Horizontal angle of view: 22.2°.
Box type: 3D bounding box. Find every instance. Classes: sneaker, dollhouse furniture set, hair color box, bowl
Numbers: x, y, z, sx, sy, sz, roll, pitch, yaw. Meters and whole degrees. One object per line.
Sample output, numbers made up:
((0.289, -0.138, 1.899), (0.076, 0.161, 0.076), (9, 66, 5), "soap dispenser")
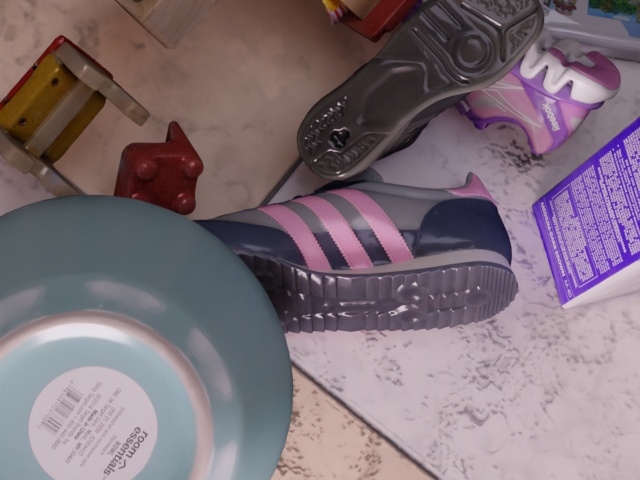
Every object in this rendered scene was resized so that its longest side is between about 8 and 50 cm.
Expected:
((0.138, -0.155, 1.419), (0.236, 0.104, 0.095), (33, 29, 13), "sneaker")
((0.085, -0.140, 1.360), (0.227, 0.130, 0.087), (-39, 93, 13), "sneaker")
((-0.094, -0.185, 1.331), (0.374, 0.152, 0.201), (-48, 133, 3), "dollhouse furniture set")
((0.314, -0.044, 1.297), (0.185, 0.339, 0.110), (-13, 80, -14), "hair color box")
((-0.172, 0.127, 1.199), (0.311, 0.163, 0.311), (0, 97, -4), "bowl")
((0.000, 0.000, 1.361), (0.319, 0.112, 0.131), (3, 52, -9), "sneaker")

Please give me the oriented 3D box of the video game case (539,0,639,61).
((0.337, -0.306, 1.524), (0.329, 0.036, 0.300), (8, 75, -11), "video game case")
